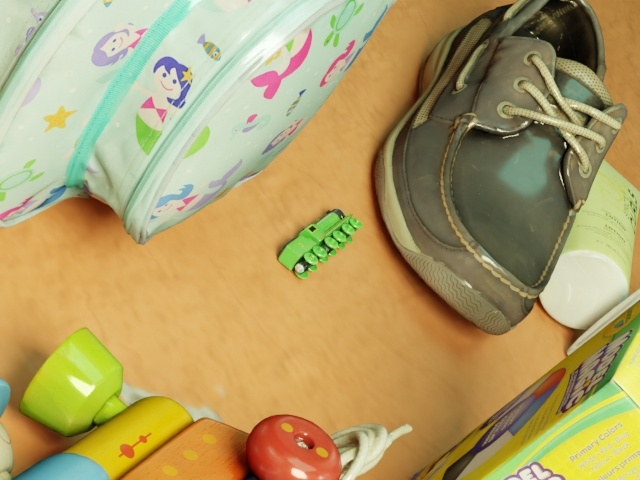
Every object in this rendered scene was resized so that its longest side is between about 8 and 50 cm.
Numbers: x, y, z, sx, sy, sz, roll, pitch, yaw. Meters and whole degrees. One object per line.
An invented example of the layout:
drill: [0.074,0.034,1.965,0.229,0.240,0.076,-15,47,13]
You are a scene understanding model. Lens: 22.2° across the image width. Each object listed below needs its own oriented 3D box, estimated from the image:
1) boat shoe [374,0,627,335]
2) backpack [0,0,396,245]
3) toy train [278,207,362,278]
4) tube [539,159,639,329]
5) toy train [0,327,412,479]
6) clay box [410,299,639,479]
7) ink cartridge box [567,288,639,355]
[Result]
boat shoe: [0.129,-0.079,1.107,0.132,0.130,0.355,36,32,-16]
backpack: [-0.091,-0.115,0.795,0.191,0.225,0.253,48,34,13]
toy train: [0.000,0.000,0.970,0.024,0.017,0.083,38,30,8]
tube: [0.199,-0.017,1.196,0.240,0.062,0.070,-63,147,-63]
toy train: [-0.067,0.091,0.713,0.143,0.105,0.248,37,29,11]
clay box: [0.114,0.101,0.787,0.053,0.222,0.127,46,30,1]
ink cartridge box: [0.277,0.112,1.111,0.190,0.082,0.139,8,48,-48]
